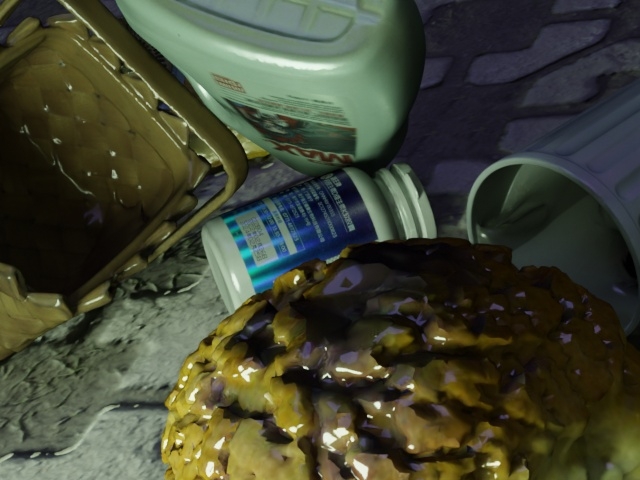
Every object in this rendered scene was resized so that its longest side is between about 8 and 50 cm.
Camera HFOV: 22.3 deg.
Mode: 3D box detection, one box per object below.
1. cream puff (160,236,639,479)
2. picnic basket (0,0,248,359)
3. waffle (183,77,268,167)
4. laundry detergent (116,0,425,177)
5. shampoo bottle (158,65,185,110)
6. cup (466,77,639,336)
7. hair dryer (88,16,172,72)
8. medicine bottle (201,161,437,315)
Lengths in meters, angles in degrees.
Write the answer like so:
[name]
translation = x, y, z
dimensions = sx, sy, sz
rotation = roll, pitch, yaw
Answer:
[cream puff]
translation = 0.062, 0.120, 1.062
dimensions = 0.343, 0.231, 0.327
rotation = -14, 25, 4
[picnic basket]
translation = -0.236, -0.073, 1.465
dimensions = 0.321, 0.254, 0.291
rotation = -36, 11, 43
[waffle]
translation = -0.076, -0.169, 1.821
dimensions = 0.168, 0.057, 0.274
rotation = -10, 29, 12
[laundry detergent]
translation = -0.023, -0.145, 1.448
dimensions = 0.264, 0.398, 0.125
rotation = 15, 77, 15
[shampoo bottle]
translation = -0.176, -0.176, 1.902
dimensions = 0.069, 0.041, 0.191
rotation = -14, 29, 7
[cup]
translation = 0.258, -0.010, 1.309
dimensions = 0.202, 0.221, 0.167
rotation = -34, -1, -35
[hair dryer]
translation = -0.336, -0.117, 1.829
dimensions = 0.357, 0.107, 0.173
rotation = -44, 19, -22
[medicine bottle]
translation = 0.000, 0.000, 1.431
dimensions = 0.191, 0.107, 0.107
rotation = -21, 29, -9
